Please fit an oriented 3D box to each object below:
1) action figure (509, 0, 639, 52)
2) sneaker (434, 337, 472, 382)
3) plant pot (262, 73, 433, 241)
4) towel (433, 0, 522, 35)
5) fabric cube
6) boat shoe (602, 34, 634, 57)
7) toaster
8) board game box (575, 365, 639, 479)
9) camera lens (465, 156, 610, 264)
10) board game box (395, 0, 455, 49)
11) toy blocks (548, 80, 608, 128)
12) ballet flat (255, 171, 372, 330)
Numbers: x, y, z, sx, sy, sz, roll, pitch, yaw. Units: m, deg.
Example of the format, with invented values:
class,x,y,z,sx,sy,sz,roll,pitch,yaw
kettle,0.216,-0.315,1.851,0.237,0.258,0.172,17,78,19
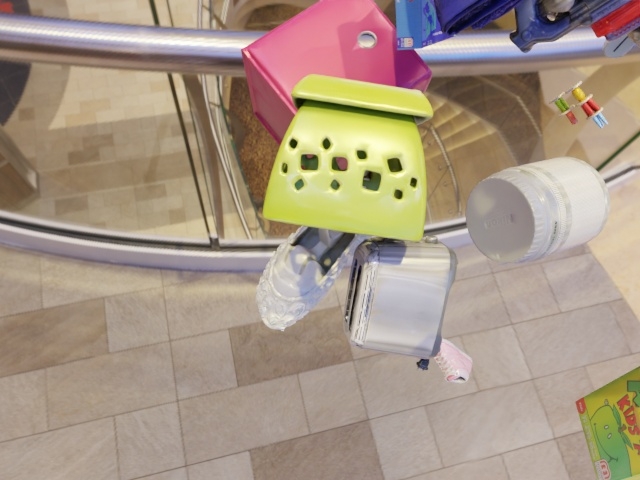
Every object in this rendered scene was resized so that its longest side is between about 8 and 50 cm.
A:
class,x,y,z,sx,sy,sz,roll,pitch,yaw
action figure,0.365,-0.371,0.568,0.178,0.341,0.330,-26,98,-34
sneaker,0.280,0.269,1.166,0.134,0.051,0.070,33,49,-12
plant pot,0.046,-0.127,0.795,0.228,0.227,0.207,9,98,-1
towel,0.198,-0.421,0.585,0.076,0.228,0.308,-4,78,-35
fabric cube,0.025,-0.300,1.070,0.258,0.259,0.254,-35,80,-10
boat shoe,0.724,-0.516,1.181,0.083,0.226,0.076,23,64,-9
toaster,0.122,0.097,0.856,0.146,0.129,0.227,7,103,-7
board game box,0.328,0.176,0.511,0.043,0.181,0.092,4,56,-7
camera lens,0.507,-0.072,1.222,0.274,0.219,0.219,-14,68,-29
board game box,0.169,-0.424,0.833,0.047,0.210,0.160,9,30,32
toy blocks,0.768,-0.383,1.556,0.054,0.123,0.148,-39,92,-20
ballet flat,0.000,0.000,1.040,0.147,0.147,0.409,41,90,11
